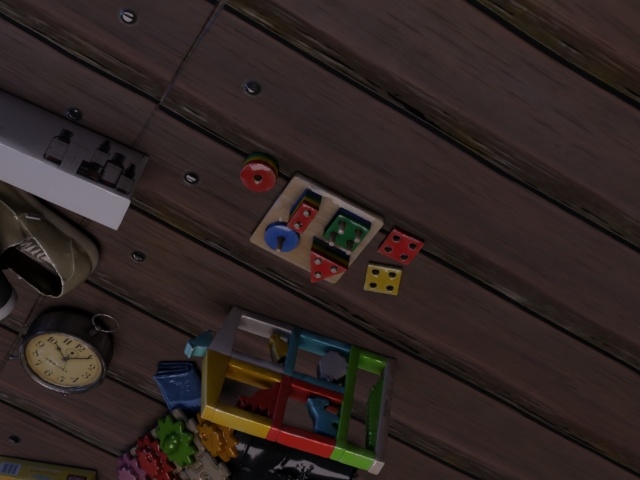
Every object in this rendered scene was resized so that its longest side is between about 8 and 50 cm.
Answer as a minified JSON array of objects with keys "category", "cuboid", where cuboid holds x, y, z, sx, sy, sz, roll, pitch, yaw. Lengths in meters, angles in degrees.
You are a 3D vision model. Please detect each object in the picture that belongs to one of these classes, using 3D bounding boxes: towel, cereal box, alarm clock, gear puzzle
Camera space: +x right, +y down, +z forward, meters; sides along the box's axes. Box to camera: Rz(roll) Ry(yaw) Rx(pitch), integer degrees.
[{"category":"towel","cuboid":[-0.206,0.234,1.684,0.067,0.029,0.119,-5,128,13]},{"category":"cereal box","cuboid":[-0.467,0.476,1.921,0.173,0.047,0.240,8,131,3]},{"category":"alarm clock","cuboid":[-0.357,0.152,1.619,0.129,0.064,0.192,41,127,-22]},{"category":"gear puzzle","cuboid":[-0.213,0.356,1.696,0.175,0.044,0.339,54,135,9]}]

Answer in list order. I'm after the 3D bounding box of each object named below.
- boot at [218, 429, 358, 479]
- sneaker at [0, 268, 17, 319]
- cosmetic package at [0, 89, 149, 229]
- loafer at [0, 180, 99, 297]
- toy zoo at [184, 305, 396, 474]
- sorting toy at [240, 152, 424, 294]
[{"category":"boot","cuboid":[-0.068,0.398,1.753,0.207,0.094,0.246,23,124,-4]},{"category":"sneaker","cuboid":[-0.531,0.002,1.434,0.296,0.104,0.146,15,136,21]},{"category":"cosmetic package","cuboid":[-0.341,-0.108,1.376,0.239,0.099,0.060,24,127,-11]},{"category":"loafer","cuboid":[-0.417,-0.017,1.468,0.269,0.092,0.102,33,127,-17]},{"category":"toy zoo","cuboid":[-0.045,0.193,1.515,0.293,0.192,0.030,18,130,-7]},{"category":"sorting toy","cuboid":[0.000,0.000,1.441,0.275,0.046,0.132,27,129,-13]}]
